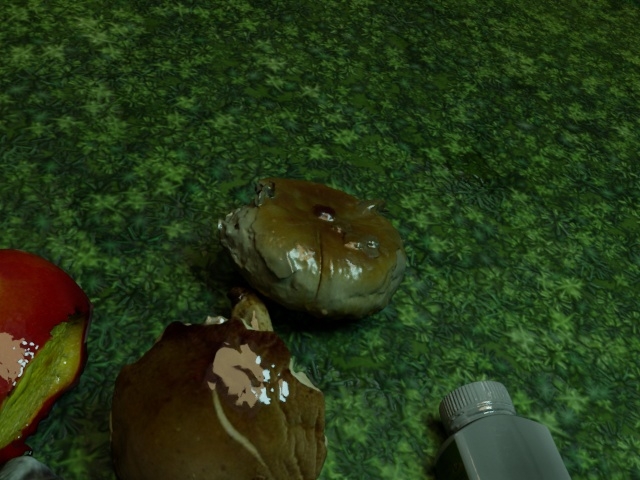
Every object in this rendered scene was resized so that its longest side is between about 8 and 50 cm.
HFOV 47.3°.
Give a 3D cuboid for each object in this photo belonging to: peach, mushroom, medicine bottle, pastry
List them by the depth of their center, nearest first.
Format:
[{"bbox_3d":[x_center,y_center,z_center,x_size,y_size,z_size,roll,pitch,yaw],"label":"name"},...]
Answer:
[{"bbox_3d":[-0.322,0.119,0.745,0.190,0.196,0.226,-40,49,4],"label":"peach"},{"bbox_3d":[-0.071,0.167,0.796,0.233,0.208,0.302,56,43,-2],"label":"mushroom"},{"bbox_3d":[0.207,0.264,0.841,0.132,0.088,0.188,1,46,-17],"label":"medicine bottle"},{"bbox_3d":[0.001,0.003,0.982,0.236,0.120,0.257,28,28,12],"label":"pastry"}]

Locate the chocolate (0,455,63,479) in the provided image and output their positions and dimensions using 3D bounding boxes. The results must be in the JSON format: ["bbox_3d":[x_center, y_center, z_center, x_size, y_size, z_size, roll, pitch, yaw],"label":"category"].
[{"bbox_3d":[-0.231,0.306,0.648,0.110,0.110,0.248,-21,57,-34],"label":"chocolate"}]
